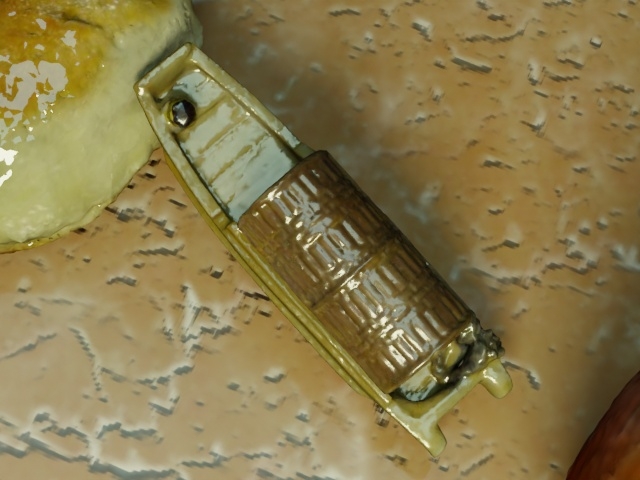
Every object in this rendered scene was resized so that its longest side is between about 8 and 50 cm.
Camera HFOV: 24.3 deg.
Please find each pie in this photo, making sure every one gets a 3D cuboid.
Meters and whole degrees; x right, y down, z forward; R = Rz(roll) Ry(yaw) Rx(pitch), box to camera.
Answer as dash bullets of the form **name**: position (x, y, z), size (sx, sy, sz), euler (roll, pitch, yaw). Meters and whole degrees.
- **pie**: position (-0.212, -0.131, 0.742), size (0.315, 0.092, 0.315), euler (1, 68, -2)

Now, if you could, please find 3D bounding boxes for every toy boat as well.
- **toy boat**: position (0.000, 0.000, 0.697), size (0.068, 0.088, 0.226), euler (-41, 89, -12)

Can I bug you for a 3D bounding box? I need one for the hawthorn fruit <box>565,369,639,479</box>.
- **hawthorn fruit**: position (0.208, 0.145, 0.613), size (0.235, 0.263, 0.231), euler (34, 34, -1)
